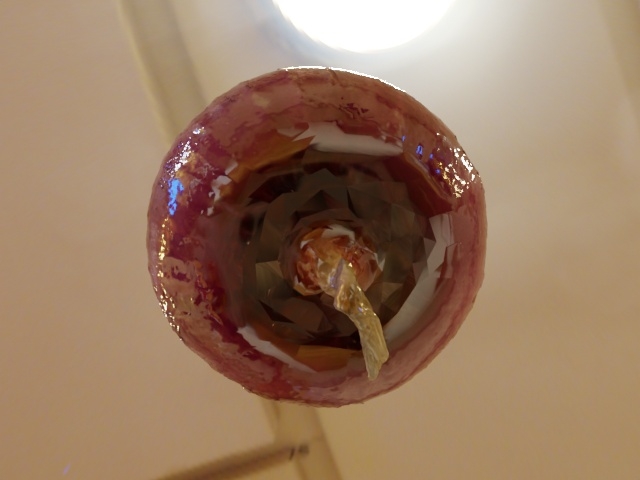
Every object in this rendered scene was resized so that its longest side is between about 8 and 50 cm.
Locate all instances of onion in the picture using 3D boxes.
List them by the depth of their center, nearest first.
[{"bbox_3d":[-0.002,-0.002,0.778,0.177,0.153,0.177,-1,-102,6],"label":"onion"}]
